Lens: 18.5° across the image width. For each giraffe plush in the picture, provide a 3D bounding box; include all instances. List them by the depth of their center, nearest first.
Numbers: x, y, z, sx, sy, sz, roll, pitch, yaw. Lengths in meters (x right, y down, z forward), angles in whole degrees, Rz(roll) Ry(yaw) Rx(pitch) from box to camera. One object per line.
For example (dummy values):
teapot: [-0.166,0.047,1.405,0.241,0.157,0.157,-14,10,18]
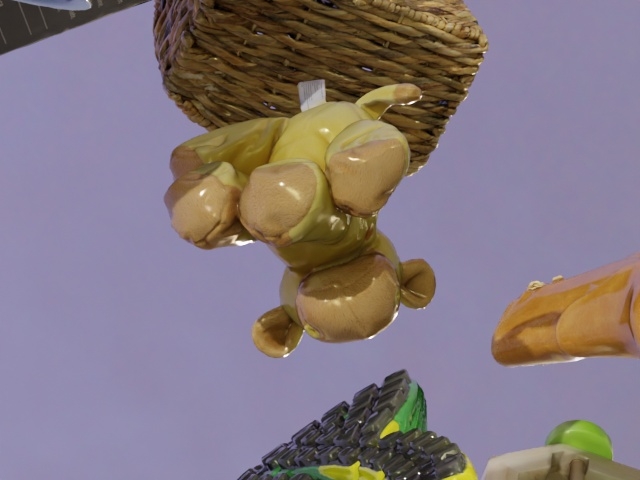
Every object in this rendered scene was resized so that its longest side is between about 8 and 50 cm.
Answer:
giraffe plush: [0.000,0.000,1.355,0.210,0.181,0.170,-57,-43,-62]

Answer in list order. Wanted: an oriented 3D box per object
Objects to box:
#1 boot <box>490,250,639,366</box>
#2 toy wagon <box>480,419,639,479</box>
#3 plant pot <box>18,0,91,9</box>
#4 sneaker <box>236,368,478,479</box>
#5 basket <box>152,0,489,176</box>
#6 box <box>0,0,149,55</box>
boot: [0.234,0.075,1.617,0.211,0.104,0.295,-17,4,27]
toy wagon: [0.280,0.259,1.468,0.267,0.344,0.068,-69,-2,-64]
plant pot: [-0.252,-0.350,1.171,0.341,0.341,0.334,18,-91,-60]
sneaker: [0.035,0.169,1.007,0.134,0.146,0.343,-34,10,0]
basket: [-0.017,-0.206,1.971,0.299,0.223,0.213,16,-63,-22]
box: [-0.246,-0.356,1.680,0.395,0.293,0.212,-20,-21,-5]
